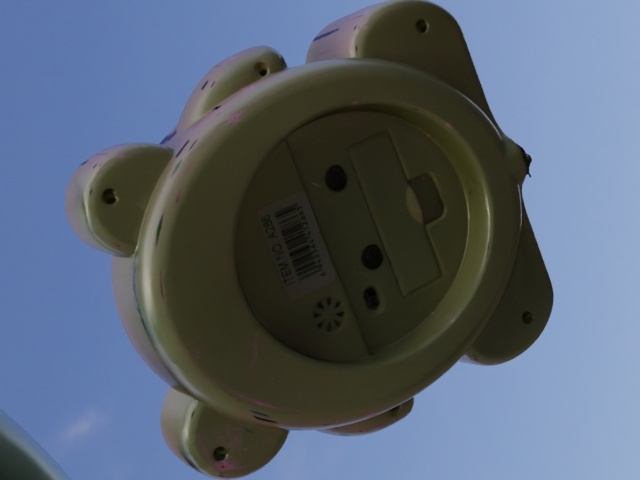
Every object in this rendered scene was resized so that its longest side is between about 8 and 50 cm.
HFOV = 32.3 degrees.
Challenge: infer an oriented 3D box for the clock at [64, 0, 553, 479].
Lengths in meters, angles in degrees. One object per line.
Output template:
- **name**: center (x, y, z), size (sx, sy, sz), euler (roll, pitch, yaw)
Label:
- **clock**: center (0.000, 0.000, 0.777), size (0.309, 0.114, 0.284), euler (-26, -77, -23)

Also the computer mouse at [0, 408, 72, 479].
- **computer mouse**: center (-0.268, 0.209, 0.903), size (0.288, 0.097, 0.159), euler (43, -155, -14)
